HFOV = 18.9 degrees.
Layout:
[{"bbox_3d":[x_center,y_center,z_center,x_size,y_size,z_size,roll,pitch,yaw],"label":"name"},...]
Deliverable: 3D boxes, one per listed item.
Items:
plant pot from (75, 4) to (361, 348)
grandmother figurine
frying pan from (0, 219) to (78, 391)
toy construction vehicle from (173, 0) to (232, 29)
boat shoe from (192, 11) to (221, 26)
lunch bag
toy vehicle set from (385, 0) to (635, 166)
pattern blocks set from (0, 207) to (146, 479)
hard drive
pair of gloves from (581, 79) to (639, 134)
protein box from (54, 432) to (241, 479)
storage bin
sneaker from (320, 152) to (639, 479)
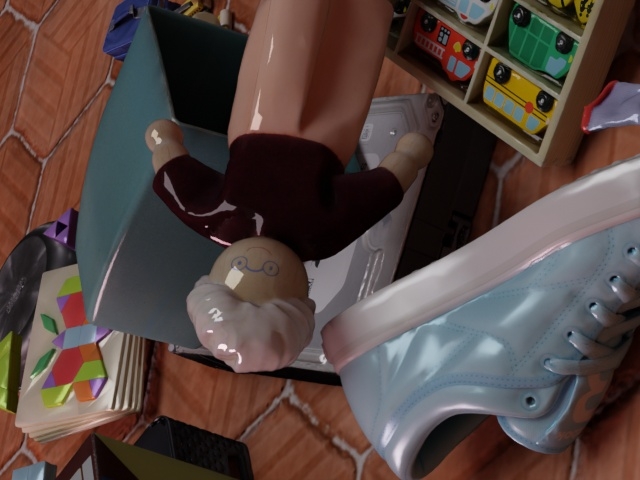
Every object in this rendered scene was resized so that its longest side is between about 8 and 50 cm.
[{"bbox_3d":[-0.107,-0.036,1.586,0.234,0.166,0.165,-58,30,30],"label":"plant pot"},{"bbox_3d":[-0.029,-0.060,1.380,0.208,0.104,0.342,-1,58,19],"label":"grandmother figurine"},{"bbox_3d":[-0.292,0.106,1.992,0.197,0.053,0.326,-48,33,28],"label":"frying pan"},{"bbox_3d":[-0.130,-0.225,2.003,0.098,0.035,0.086,-36,42,43],"label":"toy construction vehicle"},{"bbox_3d":[-0.121,-0.162,1.932,0.042,0.049,0.133,143,131,-58],"label":"boat shoe"},{"bbox_3d":[-0.189,-0.227,2.071,0.098,0.065,0.067,-18,55,54],"label":"lunch bag"},{"bbox_3d":[0.117,-0.190,1.442,0.267,0.035,0.166,40,123,40],"label":"toy vehicle set"},{"bbox_3d":[-0.228,0.097,1.874,0.285,0.026,0.325,-28,51,28],"label":"pattern blocks set"},{"bbox_3d":[0.000,0.000,1.609,0.339,0.064,0.237,3,73,58],"label":"hard drive"},{"bbox_3d":[0.259,-0.130,1.227,0.159,0.023,0.198,-7,36,48],"label":"pair of gloves"},{"bbox_3d":[-0.137,0.287,1.496,0.201,0.200,0.136,-50,33,28],"label":"protein box"},{"bbox_3d":[-0.139,0.252,1.643,0.180,0.084,0.122,-50,34,27],"label":"storage bin"},{"bbox_3d":[0.167,0.055,1.269,0.366,0.135,0.150,-32,76,39],"label":"sneaker"}]
